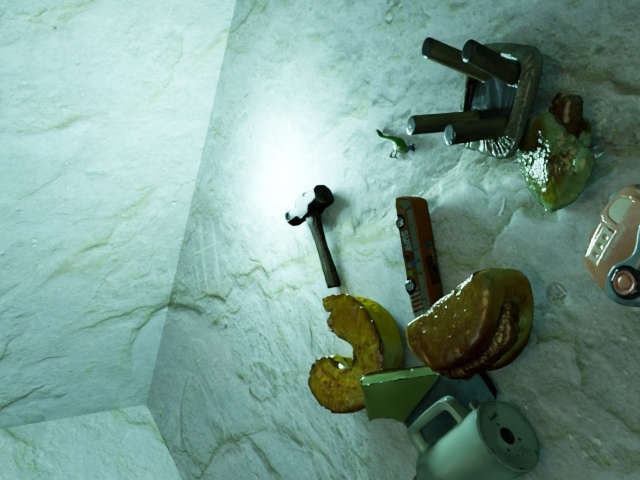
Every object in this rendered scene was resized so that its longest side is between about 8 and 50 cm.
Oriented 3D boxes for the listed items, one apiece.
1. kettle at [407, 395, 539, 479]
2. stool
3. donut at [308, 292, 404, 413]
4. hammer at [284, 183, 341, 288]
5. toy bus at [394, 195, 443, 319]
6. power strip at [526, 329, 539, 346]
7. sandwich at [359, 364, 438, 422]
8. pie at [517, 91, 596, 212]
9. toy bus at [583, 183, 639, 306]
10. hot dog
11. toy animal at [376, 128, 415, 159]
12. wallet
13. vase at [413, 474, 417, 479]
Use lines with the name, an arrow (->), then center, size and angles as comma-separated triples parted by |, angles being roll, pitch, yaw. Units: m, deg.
kettle -> 0.409, 0.595, 1.737 | 0.318, 0.265, 0.205 | -56, 5, 42
stool -> 0.409, -0.399, 1.691 | 0.310, 0.226, 0.310 | -137, 55, -64
donut -> 0.137, 0.411, 2.175 | 0.378, 0.163, 0.435 | 34, 115, 47
hammer -> 0.000, 0.000, 2.431 | 0.242, 0.095, 0.408 | -35, 68, 48
toy bus -> 0.317, 0.054, 1.978 | 0.092, 0.093, 0.408 | -18, 77, 45
power strip -> 0.534, 0.236, 1.734 | 0.191, 0.030, 0.047 | 40, 121, 45
sandwich -> 0.259, 0.497, 1.976 | 0.063, 0.245, 0.212 | -91, -9, -55
pie -> 0.601, -0.218, 1.595 | 0.257, 0.105, 0.274 | 143, 122, -64
toy bus -> 0.718, 0.000, 1.367 | 0.232, 0.194, 0.287 | -123, 45, -53
hot dog -> 0.422, 0.255, 1.705 | 0.405, 0.185, 0.223 | -48, 53, 44
toy animal -> 0.246, -0.322, 2.113 | 0.217, 0.041, 0.075 | 37, 118, 52
wallet -> 0.394, 0.515, 1.917 | 0.190, 0.046, 0.379 | 57, 132, 35
vase -> 0.350, 0.769, 1.976 | 0.101, 0.053, 0.053 | -36, 62, 44
